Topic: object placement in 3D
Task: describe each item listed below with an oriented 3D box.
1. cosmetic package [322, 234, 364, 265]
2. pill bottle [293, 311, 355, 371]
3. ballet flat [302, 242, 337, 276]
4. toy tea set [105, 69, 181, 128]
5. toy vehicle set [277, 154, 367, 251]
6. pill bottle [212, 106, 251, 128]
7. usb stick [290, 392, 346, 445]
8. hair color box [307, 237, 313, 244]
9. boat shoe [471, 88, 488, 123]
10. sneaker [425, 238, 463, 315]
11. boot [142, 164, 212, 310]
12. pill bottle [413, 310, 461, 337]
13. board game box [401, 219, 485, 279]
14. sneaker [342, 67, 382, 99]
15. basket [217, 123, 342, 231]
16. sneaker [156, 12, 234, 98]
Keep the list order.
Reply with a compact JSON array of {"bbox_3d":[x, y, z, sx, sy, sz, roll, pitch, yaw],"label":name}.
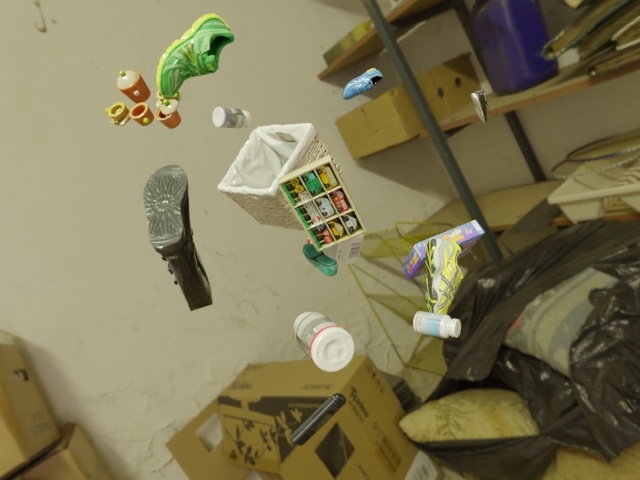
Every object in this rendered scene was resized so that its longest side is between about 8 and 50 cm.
[{"bbox_3d":[0.082,0.008,2.073,0.152,0.151,0.184,-8,30,-34],"label":"cosmetic package"},{"bbox_3d":[-0.001,0.397,1.802,0.176,0.176,0.318,-31,17,-14],"label":"pill bottle"},{"bbox_3d":[-0.006,0.094,1.941,0.083,0.087,0.247,-22,31,-24],"label":"ballet flat"},{"bbox_3d":[-0.615,-0.499,1.530,0.336,0.124,0.199,12,68,23],"label":"toy tea set"},{"bbox_3d":[0.009,-0.101,1.281,0.166,0.266,0.035,-24,32,11],"label":"toy vehicle set"},{"bbox_3d":[-0.346,-0.481,1.727,0.137,0.078,0.078,-12,-7,-46],"label":"pill bottle"},{"bbox_3d":[-0.009,0.715,1.753,0.278,0.077,0.045,-47,34,9],"label":"usb stick"},{"bbox_3d":[0.000,0.000,2.343,0.093,0.053,0.167,0,8,19],"label":"hair color box"},{"bbox_3d":[0.498,-0.412,1.349,0.038,0.125,0.046,-32,44,11],"label":"boat shoe"},{"bbox_3d":[0.525,0.183,1.846,0.147,0.384,0.145,-1,14,-1],"label":"sneaker"},{"bbox_3d":[-0.495,0.003,1.600,0.146,0.366,0.445,-8,-34,-1],"label":"boot"},{"bbox_3d":[0.437,0.317,1.644,0.160,0.087,0.087,3,28,39],"label":"pill bottle"},{"bbox_3d":[0.582,0.047,2.099,0.347,0.078,0.233,-20,-26,-18],"label":"board game box"},{"bbox_3d":[0.198,-0.732,2.079,0.209,0.069,0.082,-33,47,8],"label":"sneaker"},{"bbox_3d":[-0.149,-0.246,1.703,0.329,0.266,0.331,10,65,42],"label":"basket"},{"bbox_3d":[-0.374,-0.540,1.309,0.295,0.124,0.109,-50,-4,0],"label":"sneaker"}]
